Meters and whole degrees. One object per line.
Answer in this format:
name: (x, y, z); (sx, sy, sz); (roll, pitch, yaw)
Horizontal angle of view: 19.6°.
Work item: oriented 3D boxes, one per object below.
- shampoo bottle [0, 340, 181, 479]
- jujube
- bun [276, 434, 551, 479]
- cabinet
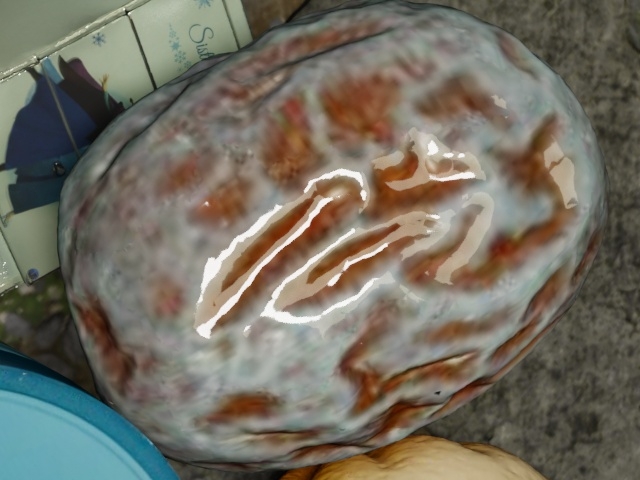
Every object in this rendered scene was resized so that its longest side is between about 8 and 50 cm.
shampoo bottle: (-0.275, 0.192, 1.035); (0.331, 0.342, 0.331); (-5, 101, -29)
jujube: (0.002, 0.001, 1.035); (0.308, 0.215, 0.246); (-37, 121, -7)
bun: (0.042, 0.233, 1.307); (0.298, 0.165, 0.299); (-16, 147, -10)
cabinet: (-0.157, -0.096, 1.125); (0.206, 0.150, 0.145); (-31, 135, -14)
